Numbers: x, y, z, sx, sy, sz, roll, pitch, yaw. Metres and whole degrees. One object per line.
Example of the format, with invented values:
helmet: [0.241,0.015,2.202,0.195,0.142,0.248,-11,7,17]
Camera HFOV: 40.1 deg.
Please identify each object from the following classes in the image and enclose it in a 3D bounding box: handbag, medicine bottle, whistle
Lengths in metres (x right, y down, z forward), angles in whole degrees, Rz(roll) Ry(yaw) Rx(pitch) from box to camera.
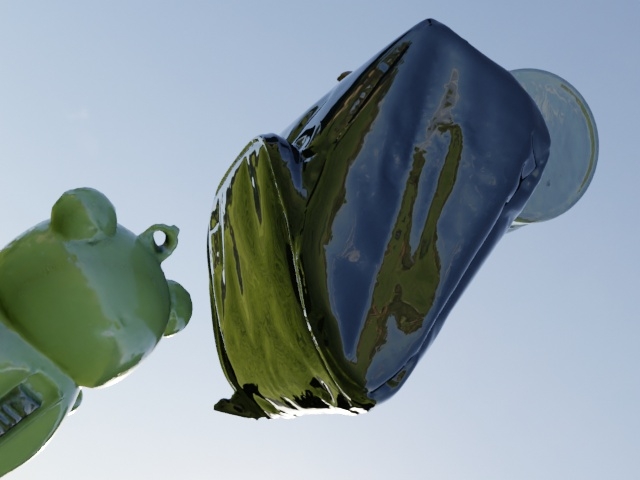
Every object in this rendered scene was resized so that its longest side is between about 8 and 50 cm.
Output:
handbag: [-0.002,-0.003,0.684,0.178,0.275,0.302,41,-21,-8]
medicine bottle: [0.230,-0.124,1.257,0.245,0.245,0.306,64,-11,-8]
whistle: [-0.206,0.079,0.553,0.106,0.288,0.131,47,-8,49]

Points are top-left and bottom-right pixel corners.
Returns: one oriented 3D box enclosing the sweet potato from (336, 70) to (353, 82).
sweet potato: [0.106,-0.268,1.393,0.179,0.044,0.044,-13,-73,34]
